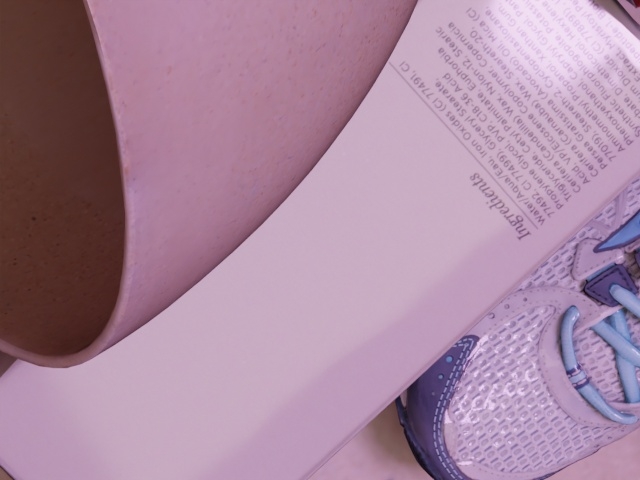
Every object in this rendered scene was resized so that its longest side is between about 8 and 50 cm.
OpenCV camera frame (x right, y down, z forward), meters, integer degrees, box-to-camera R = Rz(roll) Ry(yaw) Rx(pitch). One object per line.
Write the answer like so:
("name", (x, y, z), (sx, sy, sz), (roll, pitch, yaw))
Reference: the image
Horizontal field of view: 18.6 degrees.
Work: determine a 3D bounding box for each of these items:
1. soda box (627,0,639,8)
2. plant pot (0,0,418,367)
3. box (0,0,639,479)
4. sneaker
("soda box", (0.075, -0.208, 0.666), (0.092, 0.083, 0.263), (-38, 132, -3))
("plant pot", (-0.065, -0.129, 0.615), (0.191, 0.284, 0.284), (-30, 111, -26))
("box", (0.000, 0.000, 0.730), (0.275, 0.094, 0.113), (-41, 104, 3))
("sneaker", (0.154, 0.005, 0.769), (0.283, 0.122, 0.110), (-37, 110, -3))
